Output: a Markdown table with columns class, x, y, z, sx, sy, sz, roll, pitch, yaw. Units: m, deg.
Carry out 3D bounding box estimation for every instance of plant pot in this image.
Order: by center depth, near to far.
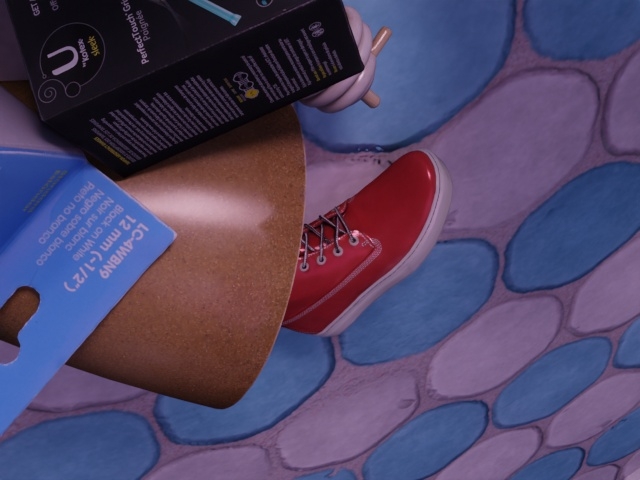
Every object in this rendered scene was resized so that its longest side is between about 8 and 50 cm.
| class | x | y | z | sx | sy | sz | roll | pitch | yaw |
| --- | --- | --- | --- | --- | --- | --- | --- | --- | --- |
| plant pot | -0.171 | -0.016 | 0.597 | 0.254 | 0.237 | 0.237 | 12 | 127 | -24 |

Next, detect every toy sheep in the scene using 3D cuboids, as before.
| class | x | y | z | sx | sy | sz | roll | pitch | yaw |
| --- | --- | --- | --- | --- | --- | --- | --- | --- | --- |
| toy sheep | 0.004 | -0.143 | 0.662 | 0.132 | 0.091 | 0.091 | 35 | 110 | -30 |

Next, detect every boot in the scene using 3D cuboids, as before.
| class | x | y | z | sx | sy | sz | roll | pitch | yaw |
| --- | --- | --- | --- | --- | --- | --- | --- | --- | --- |
| boot | 0.000 | 0.000 | 0.820 | 0.176 | 0.088 | 0.244 | 13 | 129 | -40 |

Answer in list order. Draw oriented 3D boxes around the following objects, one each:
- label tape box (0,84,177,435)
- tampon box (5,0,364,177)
| class | x | y | z | sx | sy | sz | roll | pitch | yaw |
| --- | --- | --- | --- | --- | --- | --- | --- | --- | --- |
| label tape box | -0.280 | -0.005 | 0.421 | 0.347 | 0.115 | 0.249 | 40 | 98 | -19 |
| tampon box | -0.075 | -0.129 | 0.477 | 0.161 | 0.120 | 0.101 | -22 | 164 | 5 |
